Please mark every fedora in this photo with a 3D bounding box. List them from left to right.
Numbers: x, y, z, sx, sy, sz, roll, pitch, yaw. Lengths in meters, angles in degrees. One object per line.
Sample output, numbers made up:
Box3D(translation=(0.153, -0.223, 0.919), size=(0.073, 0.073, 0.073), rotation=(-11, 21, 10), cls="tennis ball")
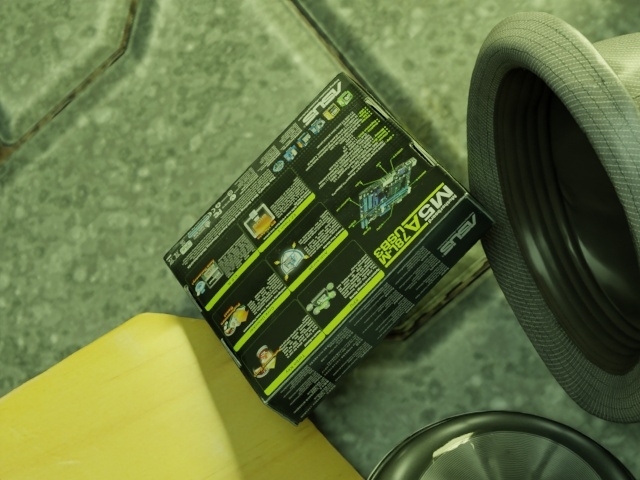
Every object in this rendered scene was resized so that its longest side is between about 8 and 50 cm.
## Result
Box3D(translation=(0.191, -0.028, 0.970), size=(0.124, 0.275, 0.244), rotation=(-22, 58, -12), cls="fedora")

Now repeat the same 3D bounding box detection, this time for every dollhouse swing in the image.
Box3D(translation=(-0.151, 0.279, 1.103), size=(0.347, 0.305, 0.315), rotation=(44, 136, 26), cls="dollhouse swing")

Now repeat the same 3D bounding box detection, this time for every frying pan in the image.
Box3D(translation=(0.054, 0.197, 0.974), size=(0.326, 0.053, 0.197), rotation=(-11, 56, -10), cls="frying pan")

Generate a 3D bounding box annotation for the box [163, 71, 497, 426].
Box3D(translation=(0.000, 0.000, 1.094), size=(0.191, 0.045, 0.184), rotation=(-46, 44, 4), cls="box")
